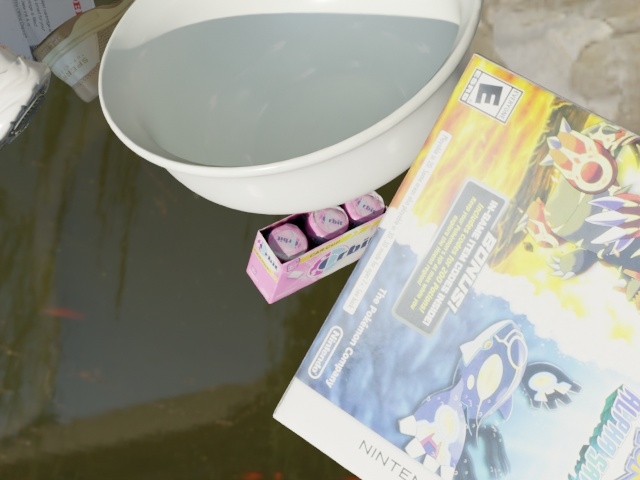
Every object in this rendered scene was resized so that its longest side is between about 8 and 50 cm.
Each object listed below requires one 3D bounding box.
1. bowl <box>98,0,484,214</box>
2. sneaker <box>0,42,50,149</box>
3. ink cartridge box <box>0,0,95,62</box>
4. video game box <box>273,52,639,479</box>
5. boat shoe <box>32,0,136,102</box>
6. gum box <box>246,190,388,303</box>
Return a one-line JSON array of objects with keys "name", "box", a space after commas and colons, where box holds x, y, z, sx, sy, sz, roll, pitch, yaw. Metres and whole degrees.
[{"name": "bowl", "box": [-0.008, -0.121, 0.831, 0.298, 0.298, 0.134, -5, 140, 20]}, {"name": "sneaker", "box": [-0.352, -0.090, 0.986, 0.115, 0.232, 0.090, 35, 174, -5]}, {"name": "ink cartridge box", "box": [-0.493, -0.354, 1.635, 0.273, 0.198, 0.115, -19, -170, -37]}, {"name": "video game box", "box": [0.103, 0.045, 0.498, 0.187, 0.205, 0.048, 31, -173, 19]}, {"name": "boat shoe", "box": [-0.272, -0.280, 1.527, 0.121, 0.341, 0.110, -34, 99, 34]}, {"name": "gum box", "box": [0.000, 0.000, 1.463, 0.188, 0.062, 0.107, -26, 158, -26]}]
